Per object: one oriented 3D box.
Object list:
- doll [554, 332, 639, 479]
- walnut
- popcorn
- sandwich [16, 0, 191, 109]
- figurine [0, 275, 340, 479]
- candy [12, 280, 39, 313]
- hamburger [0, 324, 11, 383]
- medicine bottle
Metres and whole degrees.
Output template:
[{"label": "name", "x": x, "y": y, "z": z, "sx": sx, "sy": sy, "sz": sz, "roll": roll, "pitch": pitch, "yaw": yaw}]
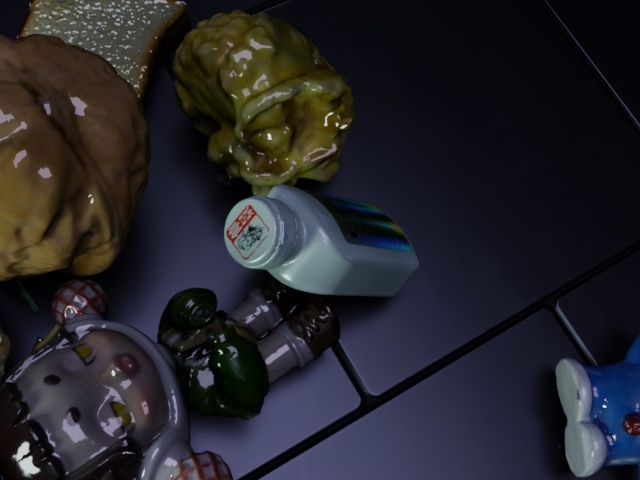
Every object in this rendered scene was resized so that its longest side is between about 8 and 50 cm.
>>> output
[{"label": "doll", "x": 0.384, "y": 0.181, "z": 0.847, "sx": 0.257, "sy": 0.161, "sz": 0.215, "roll": -4, "pitch": 83, "yaw": 7}, {"label": "walnut", "x": -0.278, "y": -0.070, "z": 0.750, "sx": 0.257, "sy": 0.257, "sz": 0.224, "roll": 41, "pitch": 54, "yaw": 7}, {"label": "popcorn", "x": -0.060, "y": -0.144, "z": 0.853, "sx": 0.169, "sy": 0.218, "sz": 0.189, "roll": -43, "pitch": 51, "yaw": 9}, {"label": "sandwich", "x": -0.265, "y": -0.202, "z": 0.923, "sx": 0.186, "sy": 0.065, "sz": 0.214, "roll": 13, "pitch": 69, "yaw": -3}, {"label": "figurine", "x": -0.155, "y": 0.143, "z": 0.765, "sx": 0.370, "sy": 0.167, "sz": 0.281, "roll": -29, "pitch": 58, "yaw": -26}, {"label": "candy", "x": -0.354, "y": 0.002, "z": 0.851, "sx": 0.055, "sy": 0.049, "sz": 0.184, "roll": -37, "pitch": 87, "yaw": 12}, {"label": "hamburger", "x": -0.407, "y": 0.111, "z": 0.745, "sx": 0.215, "sy": 0.122, "sz": 0.189, "roll": 7, "pitch": 62, "yaw": 21}, {"label": "medicine bottle", "x": 0.000, "y": 0.000, "z": 0.804, "sx": 0.121, "sy": 0.229, "sz": 0.083, "roll": 47, "pitch": 110, "yaw": 28}]
